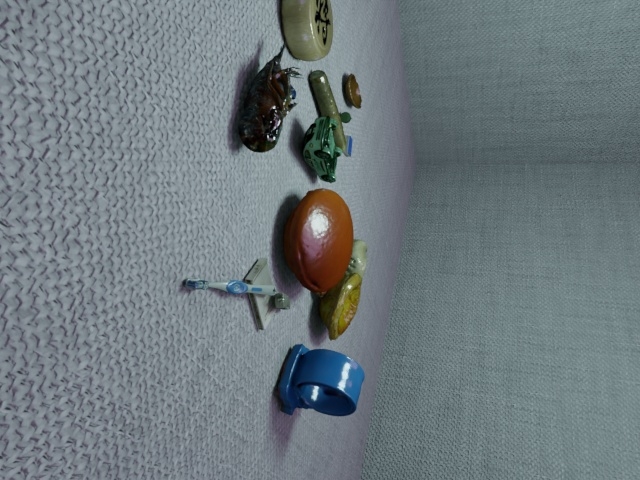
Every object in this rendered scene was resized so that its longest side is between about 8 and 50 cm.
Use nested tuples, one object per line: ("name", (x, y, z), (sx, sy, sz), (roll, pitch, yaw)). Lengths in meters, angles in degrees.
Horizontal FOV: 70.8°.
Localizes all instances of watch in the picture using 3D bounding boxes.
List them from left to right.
("watch", (0.017, 0.527, 1.594), (0.305, 0.274, 0.242), (67, 32, -41))

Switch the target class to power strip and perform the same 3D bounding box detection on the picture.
("power strip", (-0.121, 0.197, 1.445), (0.191, 0.030, 0.048), (73, 12, -78))

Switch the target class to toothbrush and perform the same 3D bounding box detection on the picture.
("toothbrush", (-0.221, 0.123, 1.187), (0.386, 0.040, 0.040), (20, 74, -65))

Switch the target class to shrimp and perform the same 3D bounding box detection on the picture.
("shrimp", (-0.136, -0.395, 1.268), (0.372, 0.137, 0.172), (-68, -170, -25))

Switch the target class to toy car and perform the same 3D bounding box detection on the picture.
("toy car", (0.002, -0.325, 1.639), (0.306, 0.125, 0.136), (72, 28, -70))

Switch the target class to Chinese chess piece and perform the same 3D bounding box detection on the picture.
("Chinese chess piece", (-0.040, -0.730, 1.489), (0.257, 0.104, 0.258), (4, 90, -70))

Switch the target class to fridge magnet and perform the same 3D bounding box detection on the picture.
("fridge magnet", (0.000, 0.000, 1.577), (0.363, 0.155, 0.364), (-6, 97, -55))

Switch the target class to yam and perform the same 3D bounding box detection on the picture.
("yam", (0.037, -0.497, 1.780), (0.372, 0.083, 0.083), (65, 34, -52))

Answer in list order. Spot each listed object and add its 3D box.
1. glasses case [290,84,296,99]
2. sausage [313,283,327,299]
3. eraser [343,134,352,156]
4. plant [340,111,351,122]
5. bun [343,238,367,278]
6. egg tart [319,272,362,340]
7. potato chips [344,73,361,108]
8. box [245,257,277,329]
("glasses case", (-0.104, -0.489, 1.464), (0.083, 0.023, 0.034), (28, 72, -67))
("sausage", (0.005, 0.110, 1.780), (0.083, 0.083, 0.264), (-32, 124, -66))
("eraser", (0.129, -0.443, 2.107), (0.063, 0.027, 0.085), (23, 71, -68))
("plant", (0.116, -0.552, 2.023), (0.102, 0.051, 0.051), (-47, 137, -68))
("bun", (0.133, 0.100, 2.059), (0.229, 0.145, 0.230), (-162, -90, -79))
("egg tart", (0.073, 0.267, 1.895), (0.319, 0.128, 0.319), (-56, 157, -38))
("potato chips", (0.150, -0.691, 2.096), (0.201, 0.049, 0.150), (-21, 110, -66))
("box", (-0.176, 0.163, 1.361), (0.109, 0.029, 0.199), (-60, 149, -51))
